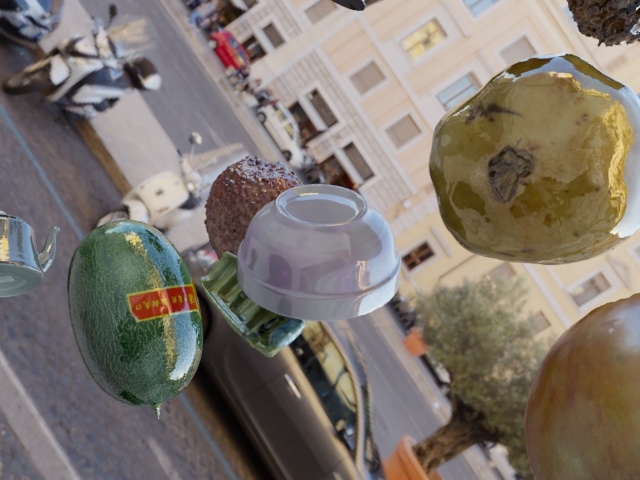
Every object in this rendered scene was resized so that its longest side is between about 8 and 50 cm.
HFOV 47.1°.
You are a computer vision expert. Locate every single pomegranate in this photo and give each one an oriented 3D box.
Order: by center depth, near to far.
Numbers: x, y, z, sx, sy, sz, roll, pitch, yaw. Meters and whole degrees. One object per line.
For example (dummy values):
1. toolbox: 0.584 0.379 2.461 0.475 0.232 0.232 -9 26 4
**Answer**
1. pomegranate: 0.331 -0.111 1.104 0.332 0.332 0.332 55 5 -8

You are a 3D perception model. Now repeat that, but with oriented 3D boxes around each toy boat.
1. toy boat: -0.113 0.122 1.311 0.276 0.111 0.084 35 -13 47

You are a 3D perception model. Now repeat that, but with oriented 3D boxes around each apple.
1. apple: 0.279 0.133 0.551 0.237 0.237 0.207 53 44 -35

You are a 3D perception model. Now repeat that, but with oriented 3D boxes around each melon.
1. melon: -0.260 0.112 1.045 0.182 0.182 0.287 -6 84 -84

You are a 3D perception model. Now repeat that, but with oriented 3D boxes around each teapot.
1. teapot: -0.619 0.010 1.388 0.162 0.239 0.149 126 -40 -59

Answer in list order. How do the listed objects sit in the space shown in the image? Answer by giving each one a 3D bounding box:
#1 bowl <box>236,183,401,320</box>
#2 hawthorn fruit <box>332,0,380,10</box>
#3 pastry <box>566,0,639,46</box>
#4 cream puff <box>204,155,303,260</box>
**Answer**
1. bowl: 0.000 0.000 1.260 0.287 0.287 0.144 -116 -155 -57
2. hawthorn fruit: 0.094 -0.698 1.721 0.316 0.316 0.316 55 5 -8
3. pastry: 0.547 -0.469 1.269 0.275 0.275 0.193 52 13 -36
4. cream puff: -0.148 -0.034 1.723 0.229 0.350 0.350 -15 63 -38
